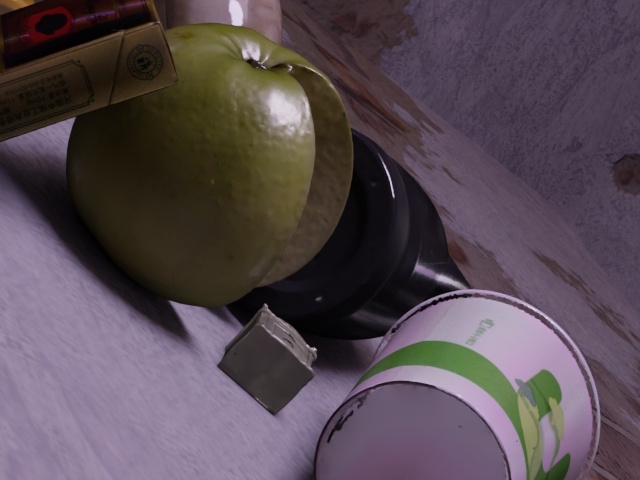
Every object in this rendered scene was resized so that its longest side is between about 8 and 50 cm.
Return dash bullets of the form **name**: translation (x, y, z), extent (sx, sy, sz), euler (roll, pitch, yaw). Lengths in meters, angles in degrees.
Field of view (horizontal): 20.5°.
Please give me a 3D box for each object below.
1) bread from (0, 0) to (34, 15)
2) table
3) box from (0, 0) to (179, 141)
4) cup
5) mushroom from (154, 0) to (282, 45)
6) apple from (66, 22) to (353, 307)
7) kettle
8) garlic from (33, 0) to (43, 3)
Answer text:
- **bread**: translation (-0.396, -0.309, 2.066), extent (0.092, 0.074, 0.239), euler (36, 14, -39)
- **table**: translation (-0.050, 0.116, 1.771), extent (0.079, 0.062, 0.083), euler (43, 12, -7)
- **box**: translation (-0.262, -0.165, 1.649), extent (0.159, 0.240, 0.071), euler (-112, -175, -62)
- **cup**: translation (0.121, 0.192, 1.696), extent (0.253, 0.253, 0.274), euler (45, 20, 9)
- **mushroom**: translation (-0.194, -0.222, 2.098), extent (0.290, 0.292, 0.292), euler (10, 21, -11)
- **apple**: translation (-0.105, -0.077, 1.771), extent (0.292, 0.254, 0.292), euler (23, 20, -9)
- **kettle**: translation (0.000, 0.000, 2.054), extent (0.321, 0.228, 0.324), euler (15, -6, 26)
- **garlic**: translation (-0.314, -0.344, 2.222), extent (0.185, 0.203, 0.281), euler (6, -6, -14)
